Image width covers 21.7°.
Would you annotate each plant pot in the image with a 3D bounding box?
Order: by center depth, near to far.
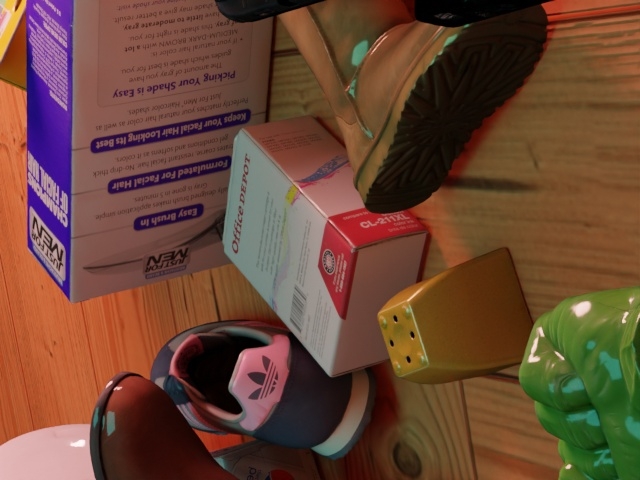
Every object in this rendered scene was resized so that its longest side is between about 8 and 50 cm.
[{"bbox_3d":[0.090,0.061,1.172,0.081,0.083,0.081,-29,78,60],"label":"plant pot"}]

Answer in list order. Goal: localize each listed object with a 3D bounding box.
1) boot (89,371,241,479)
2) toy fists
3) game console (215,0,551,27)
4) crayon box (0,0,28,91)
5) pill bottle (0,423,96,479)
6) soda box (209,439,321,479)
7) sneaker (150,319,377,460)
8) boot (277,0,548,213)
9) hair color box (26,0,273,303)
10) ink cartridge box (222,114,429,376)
[{"bbox_3d":[-0.029,0.220,1.297,0.280,0.096,0.264,3,122,36],"label":"boot"},{"bbox_3d":[0.218,0.141,0.899,0.279,0.096,0.142,46,158,-4],"label":"toy fists"},{"bbox_3d":[0.040,-0.233,1.066,0.361,0.044,0.213,-7,80,50],"label":"game console"},{"bbox_3d":[-0.258,-0.241,1.517,0.203,0.083,0.323,-65,26,1],"label":"crayon box"},{"bbox_3d":[-0.229,0.332,1.583,0.160,0.160,0.283,30,131,52],"label":"pill bottle"},{"bbox_3d":[-0.098,0.249,1.574,0.286,0.091,0.098,-26,81,60],"label":"soda box"},{"bbox_3d":[-0.086,0.107,1.426,0.319,0.131,0.112,-1,68,57],"label":"sneaker"},{"bbox_3d":[0.031,-0.185,1.168,0.236,0.089,0.269,-53,52,47],"label":"boot"},{"bbox_3d":[-0.145,-0.129,1.397,0.110,0.185,0.339,41,136,45],"label":"hair color box"},{"bbox_3d":[0.000,0.000,1.313,0.175,0.072,0.127,48,141,40],"label":"ink cartridge box"}]
